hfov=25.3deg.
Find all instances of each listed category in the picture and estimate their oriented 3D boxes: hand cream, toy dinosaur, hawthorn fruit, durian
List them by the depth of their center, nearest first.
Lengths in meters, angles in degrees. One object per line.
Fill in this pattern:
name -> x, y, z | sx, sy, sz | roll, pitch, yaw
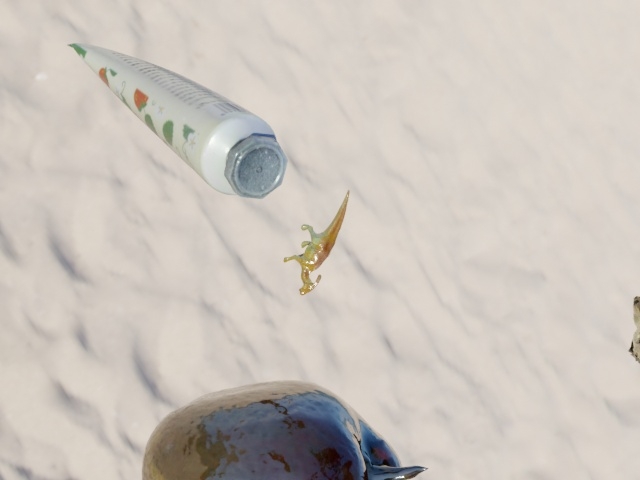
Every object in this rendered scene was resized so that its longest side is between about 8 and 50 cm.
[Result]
hand cream -> -0.106, -0.098, 1.075 | 0.095, 0.059, 0.276 | 20, 10, -35
durian -> 0.330, 0.086, 1.398 | 0.130, 0.052, 0.066 | -56, 148, -82
toy dinosaur -> -0.004, 0.000, 1.404 | 0.026, 0.041, 0.113 | 40, 69, -57
hawthorn fruit -> -0.031, 0.276, 1.473 | 0.268, 0.300, 0.268 | -12, 90, -82
